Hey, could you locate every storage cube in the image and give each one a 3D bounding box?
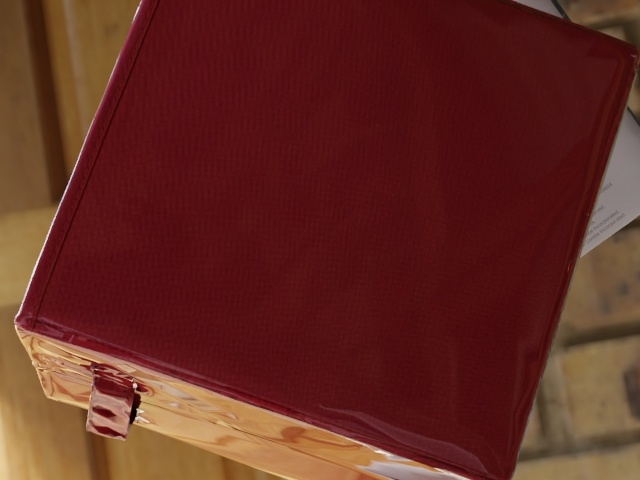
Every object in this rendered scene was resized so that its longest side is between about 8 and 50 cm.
[{"bbox_3d":[0.000,0.000,0.718,0.193,0.215,0.184,18,-15,0],"label":"storage cube"}]

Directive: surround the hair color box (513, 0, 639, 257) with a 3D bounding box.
[{"bbox_3d":[0.045,-0.119,0.995,0.174,0.347,0.105,-37,30,8],"label":"hair color box"}]
